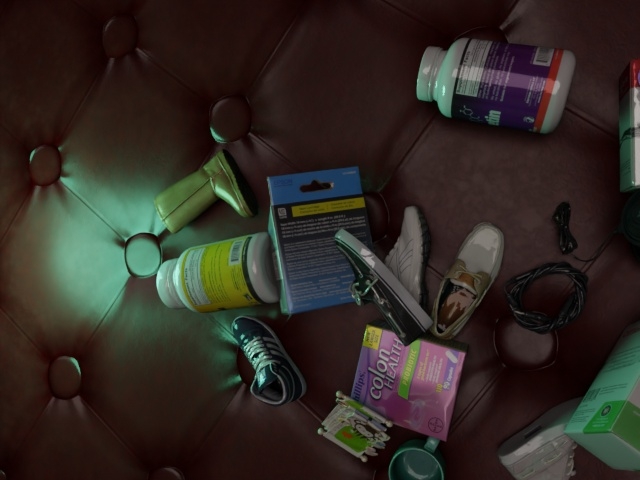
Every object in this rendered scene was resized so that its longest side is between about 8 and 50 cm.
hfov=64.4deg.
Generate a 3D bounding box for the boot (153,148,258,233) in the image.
[{"bbox_3d":[-0.329,-0.101,1.462,0.269,0.089,0.236,-34,68,15],"label":"boot"}]

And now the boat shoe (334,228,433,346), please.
[{"bbox_3d":[0.122,0.110,1.180,0.105,0.113,0.306,-41,89,-3],"label":"boat shoe"}]

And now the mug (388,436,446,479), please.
[{"bbox_3d":[0.249,0.546,1.232,0.157,0.097,0.130,-33,78,14],"label":"mug"}]

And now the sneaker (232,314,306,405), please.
[{"bbox_3d":[-0.158,0.315,1.349,0.099,0.153,0.282,-45,75,12],"label":"sneaker"}]

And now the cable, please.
[{"bbox_3d":[0.531,0.132,1.176,0.184,0.047,0.151,-25,81,16],"label":"cable"}]

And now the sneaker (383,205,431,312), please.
[{"bbox_3d":[0.204,0.060,1.262,0.129,0.111,0.297,4,89,24],"label":"sneaker"}]

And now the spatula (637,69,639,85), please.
[{"bbox_3d":[0.786,-0.375,0.996,0.296,0.030,0.084,-25,76,15],"label":"spatula"}]

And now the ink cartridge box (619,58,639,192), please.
[{"bbox_3d":[0.754,-0.240,1.076,0.196,0.114,0.273,0,87,18],"label":"ink cartridge box"}]

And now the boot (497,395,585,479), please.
[{"bbox_3d":[0.541,0.466,1.150,0.258,0.095,0.123,-41,87,18],"label":"boot"}]

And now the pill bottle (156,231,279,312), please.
[{"bbox_3d":[-0.264,0.095,1.370,0.333,0.188,0.188,-11,85,23],"label":"pill bottle"}]

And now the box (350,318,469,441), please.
[{"bbox_3d":[0.216,0.330,1.240,0.242,0.117,0.214,14,93,19],"label":"box"}]

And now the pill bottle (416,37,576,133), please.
[{"bbox_3d":[0.395,-0.360,1.168,0.322,0.181,0.182,15,93,19],"label":"pill bottle"}]

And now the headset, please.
[{"bbox_3d":[0.697,-0.045,1.047,0.394,0.243,0.185,-16,57,35],"label":"headset"}]

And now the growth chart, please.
[{"bbox_3d":[0.087,0.464,1.250,0.171,0.021,0.237,26,134,6],"label":"growth chart"}]

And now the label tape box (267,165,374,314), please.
[{"bbox_3d":[0.000,0.000,1.277,0.240,0.106,0.334,-8,85,-14],"label":"label tape box"}]

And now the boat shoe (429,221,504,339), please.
[{"bbox_3d":[0.351,0.099,1.208,0.113,0.103,0.303,23,95,18],"label":"boat shoe"}]

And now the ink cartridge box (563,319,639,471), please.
[{"bbox_3d":[0.637,0.293,0.999,0.121,0.211,0.289,36,75,16],"label":"ink cartridge box"}]
